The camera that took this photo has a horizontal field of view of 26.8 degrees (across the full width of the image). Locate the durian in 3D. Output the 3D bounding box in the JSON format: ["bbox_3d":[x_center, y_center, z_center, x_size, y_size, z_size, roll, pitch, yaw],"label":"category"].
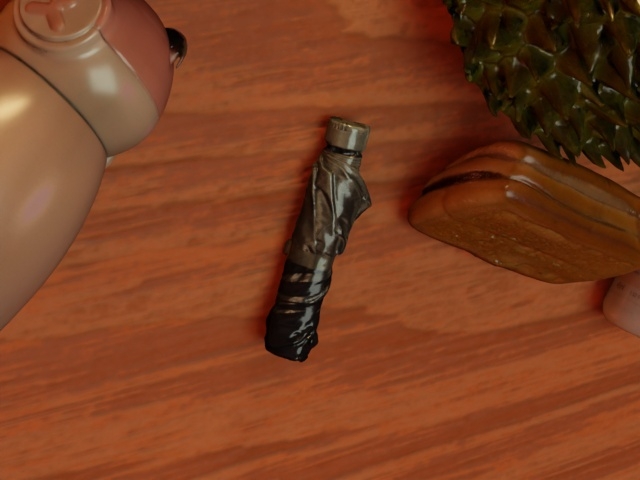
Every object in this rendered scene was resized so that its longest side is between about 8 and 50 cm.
[{"bbox_3d":[0.220,-0.168,1.035,0.394,0.198,0.163,10,134,-40],"label":"durian"}]

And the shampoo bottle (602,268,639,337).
[{"bbox_3d":[0.323,-0.001,1.204,0.074,0.074,0.192,22,97,-37],"label":"shampoo bottle"}]

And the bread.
[{"bbox_3d":[0.173,-0.022,1.082,0.200,0.116,0.077,20,72,-36],"label":"bread"}]

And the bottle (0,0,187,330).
[{"bbox_3d":[-0.184,-0.065,0.816,0.236,0.147,0.147,-49,128,-14],"label":"bottle"}]

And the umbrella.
[{"bbox_3d":[0.000,0.000,1.020,0.050,0.046,0.188,9,100,-39],"label":"umbrella"}]
